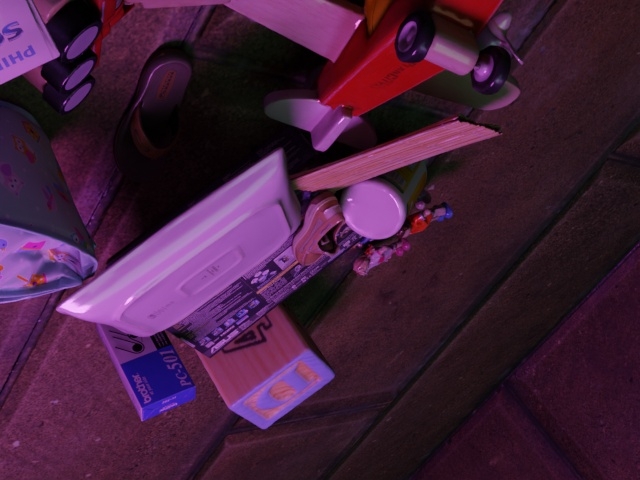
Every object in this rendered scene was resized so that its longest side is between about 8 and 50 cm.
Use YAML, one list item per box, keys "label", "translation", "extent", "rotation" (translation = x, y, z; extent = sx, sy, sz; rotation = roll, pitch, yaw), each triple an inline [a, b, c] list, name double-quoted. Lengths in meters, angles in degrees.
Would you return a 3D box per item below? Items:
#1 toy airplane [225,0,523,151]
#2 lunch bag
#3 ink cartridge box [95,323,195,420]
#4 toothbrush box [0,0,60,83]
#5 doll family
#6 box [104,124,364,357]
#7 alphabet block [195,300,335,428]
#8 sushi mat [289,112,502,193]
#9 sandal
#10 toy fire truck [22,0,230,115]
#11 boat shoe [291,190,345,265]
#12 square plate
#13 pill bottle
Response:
- label: "toy airplane"
  translation: [0.083, -0.287, 1.102]
  extent: [0.384, 0.272, 0.386]
  rotation: [0, 162, 15]
- label: "lunch bag"
  translation: [-0.397, -0.051, 0.931]
  extent: [0.160, 0.223, 0.262]
  rotation: [-44, 151, 23]
- label: "ink cartridge box"
  translation: [-0.302, 0.198, 1.377]
  extent: [0.097, 0.207, 0.046]
  rotation: [-19, 145, -26]
- label: "toothbrush box"
  translation: [-0.375, -0.225, 0.647]
  extent: [0.216, 0.295, 0.126]
  rotation: [-29, 149, -11]
- label: "doll family"
  translation: [0.126, -0.030, 1.617]
  extent: [0.163, 0.118, 0.263]
  rotation: [-21, 165, -35]
- label: "box"
  translation: [-0.127, 0.017, 1.416]
  extent: [0.395, 0.097, 0.318]
  rotation: [-38, 150, 1]
- label: "alphabet block"
  translation: [-0.117, 0.227, 1.612]
  extent: [0.193, 0.197, 0.192]
  rotation: [-36, 148, -2]
- label: "sushi mat"
  translation: [0.099, -0.123, 1.193]
  extent: [0.316, 0.019, 0.151]
  rotation: [-17, 169, 32]
- label: "sandal"
  translation: [-0.223, -0.160, 1.115]
  extent: [0.090, 0.060, 0.219]
  rotation: [-4, 136, -42]
- label: "toy fire truck"
  translation: [-0.221, -0.268, 0.872]
  extent: [0.246, 0.158, 0.217]
  rotation: [-50, -175, -21]
- label: "boat shoe"
  translation: [0.000, 0.000, 1.343]
  extent: [0.068, 0.072, 0.190]
  rotation: [-28, 158, -23]
- label: "square plate"
  translation: [-0.167, 0.029, 1.149]
  extent: [0.344, 0.049, 0.347]
  rotation: [-37, 169, -5]
- label: "pill bottle"
  translation: [0.119, -0.102, 1.408]
  extent: [0.208, 0.117, 0.117]
  rotation: [-57, 173, -50]
